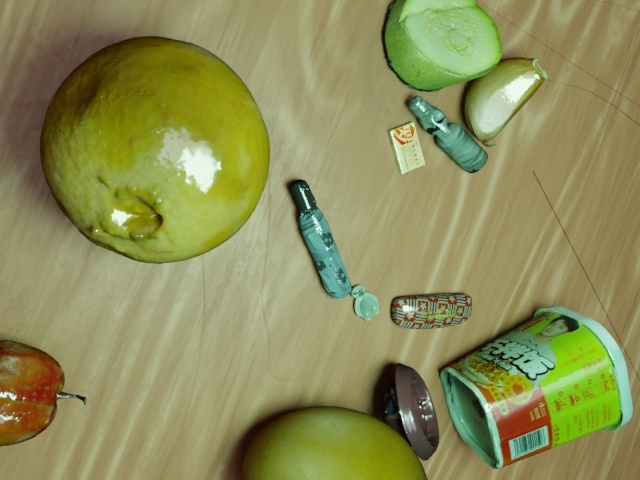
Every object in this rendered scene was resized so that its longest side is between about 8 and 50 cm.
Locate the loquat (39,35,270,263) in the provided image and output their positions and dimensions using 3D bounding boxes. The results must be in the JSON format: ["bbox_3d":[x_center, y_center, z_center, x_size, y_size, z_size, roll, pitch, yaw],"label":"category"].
[{"bbox_3d":[-0.231,-0.128,0.827,0.329,0.328,0.328,-3,99,-23],"label":"loquat"}]

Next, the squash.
[{"bbox_3d":[0.236,-0.407,1.096,0.220,0.133,0.220,-1,93,-20],"label":"squash"}]

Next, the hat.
[{"bbox_3d":[0.174,0.352,1.157,0.089,0.205,0.205,-19,108,19],"label":"hat"}]

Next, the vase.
[{"bbox_3d":[0.258,-0.222,1.162,0.211,0.060,0.059,37,82,-23],"label":"vase"}]

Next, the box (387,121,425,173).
[{"bbox_3d":[0.176,-0.189,1.155,0.058,0.015,0.092,-23,106,-17],"label":"box"}]

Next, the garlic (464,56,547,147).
[{"bbox_3d":[0.368,-0.282,1.178,0.206,0.128,0.115,-57,155,0],"label":"garlic"}]

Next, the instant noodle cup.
[{"bbox_3d":[0.450,0.323,1.225,0.308,0.294,0.293,-20,105,-13],"label":"instant noodle cup"}]

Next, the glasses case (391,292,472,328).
[{"bbox_3d":[0.245,0.153,1.213,0.195,0.049,0.073,-1,98,-23],"label":"glasses case"}]

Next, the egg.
[{"bbox_3d":[0.028,0.451,1.030,0.352,0.282,0.282,16,91,2],"label":"egg"}]

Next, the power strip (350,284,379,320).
[{"bbox_3d":[0.093,0.128,1.153,0.055,0.035,0.083,-38,112,-14],"label":"power strip"}]

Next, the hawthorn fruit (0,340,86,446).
[{"bbox_3d":[-0.462,0.238,0.866,0.194,0.157,0.156,14,91,-31],"label":"hawthorn fruit"}]

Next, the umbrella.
[{"bbox_3d":[-0.002,0.000,1.087,0.053,0.052,0.250,-19,108,15],"label":"umbrella"}]
